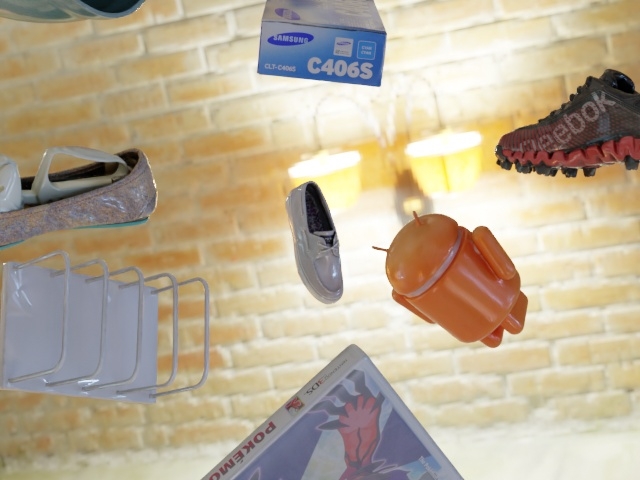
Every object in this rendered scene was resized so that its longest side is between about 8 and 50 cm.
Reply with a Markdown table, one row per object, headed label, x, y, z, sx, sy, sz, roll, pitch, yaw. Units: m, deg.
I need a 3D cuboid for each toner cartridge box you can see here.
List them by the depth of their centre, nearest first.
| label | x | y | z | sx | sy | sz | roll | pitch | yaw |
| --- | --- | --- | --- | --- | --- | --- | --- | --- | --- |
| toner cartridge box | 0.000 | -0.292 | 1.697 | 0.165 | 0.075 | 0.348 | 5 | -162 | -3 |

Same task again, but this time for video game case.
| label | x | y | z | sx | sy | sz | roll | pitch | yaw |
| --- | --- | --- | --- | --- | --- | --- | --- | --- | --- |
| video game case | 0.003 | 0.191 | 0.842 | 0.183 | 0.201 | 0.023 | -42 | -140 | -6 |

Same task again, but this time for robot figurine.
| label | x | y | z | sx | sy | sz | roll | pitch | yaw |
| --- | --- | --- | --- | --- | --- | --- | --- | --- | --- |
| robot figurine | 0.178 | 0.048 | 1.603 | 0.128 | 0.219 | 0.158 | -55 | -165 | -10 |

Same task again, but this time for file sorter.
| label | x | y | z | sx | sy | sz | roll | pitch | yaw |
| --- | --- | --- | --- | --- | --- | --- | --- | --- | --- |
| file sorter | -0.321 | 0.134 | 1.838 | 0.277 | 0.193 | 0.173 | 14 | 159 | -42 |

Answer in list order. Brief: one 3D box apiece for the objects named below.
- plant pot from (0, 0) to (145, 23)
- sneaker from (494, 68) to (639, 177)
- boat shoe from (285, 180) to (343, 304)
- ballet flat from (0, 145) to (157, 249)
| label | x | y | z | sx | sy | sz | roll | pitch | yaw |
| --- | --- | --- | --- | --- | --- | --- | --- | --- | --- |
| plant pot | -0.311 | -0.341 | 1.170 | 0.196 | 0.293 | 0.293 | -9 | -168 | 22 |
| sneaker | 0.348 | -0.151 | 1.570 | 0.276 | 0.135 | 0.097 | -3 | 179 | 42 |
| boat shoe | 0.000 | 0.000 | 1.770 | 0.066 | 0.184 | 0.063 | -2 | 161 | -25 |
| ballet flat | -0.345 | -0.059 | 1.442 | 0.316 | 0.106 | 0.107 | -13 | -145 | -32 |
